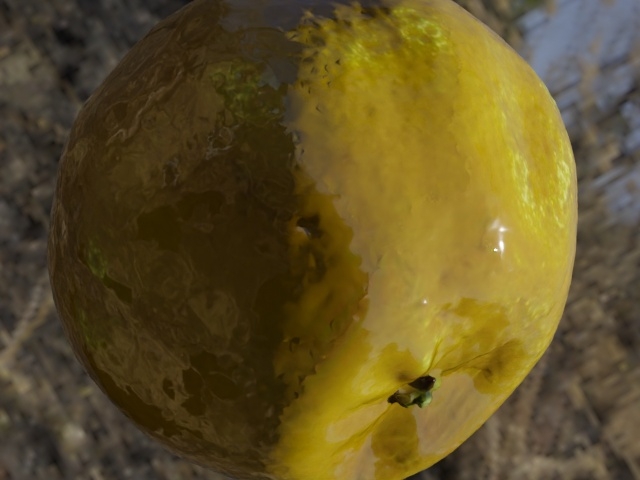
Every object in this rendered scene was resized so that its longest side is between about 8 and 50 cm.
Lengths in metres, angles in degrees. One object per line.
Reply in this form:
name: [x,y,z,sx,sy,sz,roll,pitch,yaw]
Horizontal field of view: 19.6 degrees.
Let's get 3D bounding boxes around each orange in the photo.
orange: [0.000,0.000,0.954,0.235,0.279,0.279,56,-1,43]
